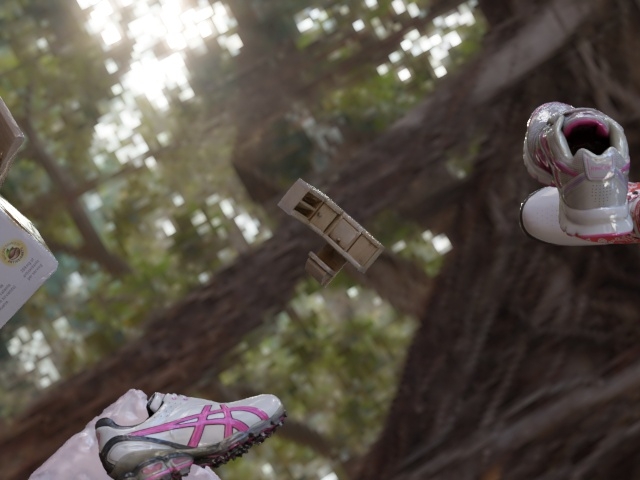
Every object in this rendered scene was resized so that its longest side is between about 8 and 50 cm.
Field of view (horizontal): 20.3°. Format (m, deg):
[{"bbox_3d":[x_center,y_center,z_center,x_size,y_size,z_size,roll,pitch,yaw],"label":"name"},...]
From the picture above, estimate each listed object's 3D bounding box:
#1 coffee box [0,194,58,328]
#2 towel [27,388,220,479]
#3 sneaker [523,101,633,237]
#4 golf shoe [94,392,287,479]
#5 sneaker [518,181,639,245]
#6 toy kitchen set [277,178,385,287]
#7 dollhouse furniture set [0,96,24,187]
[{"bbox_3d":[-0.328,-0.042,1.355,0.246,0.098,0.141,44,-3,-23],"label":"coffee box"},{"bbox_3d":[-0.196,0.360,1.706,0.317,0.332,0.053,47,-19,5],"label":"towel"},{"bbox_3d":[0.300,-0.106,2.034,0.252,0.103,0.111,-110,-162,-58],"label":"sneaker"},{"bbox_3d":[-0.112,0.164,1.586,0.086,0.186,0.067,61,-38,14],"label":"golf shoe"},{"bbox_3d":[0.386,-0.039,2.265,0.145,0.270,0.090,20,72,-82],"label":"sneaker"},{"bbox_3d":[0.000,0.000,1.696,0.083,0.068,0.075,42,5,26],"label":"toy kitchen set"},{"bbox_3d":[-0.369,-0.075,1.566,0.151,0.144,0.123,20,15,-31],"label":"dollhouse furniture set"}]
